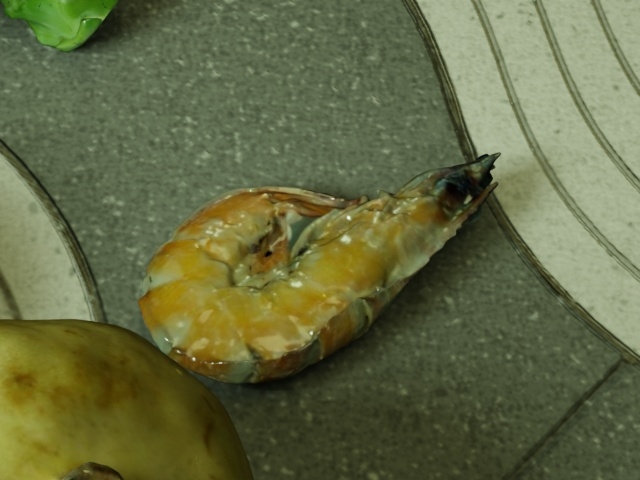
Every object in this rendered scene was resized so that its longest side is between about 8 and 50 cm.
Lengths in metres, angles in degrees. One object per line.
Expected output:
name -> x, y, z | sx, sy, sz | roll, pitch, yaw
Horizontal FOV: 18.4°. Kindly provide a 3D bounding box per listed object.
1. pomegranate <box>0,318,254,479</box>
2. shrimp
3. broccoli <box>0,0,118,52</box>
pomegranate -> -0.172, 0.196, 1.120 | 0.332, 0.332, 0.332 | 6, 52, -8
shrimp -> 0.000, 0.000, 1.474 | 0.317, 0.062, 0.164 | -32, 63, -28
broccoli -> -0.291, -0.241, 1.497 | 0.297, 0.297, 0.297 | 35, 49, -19
